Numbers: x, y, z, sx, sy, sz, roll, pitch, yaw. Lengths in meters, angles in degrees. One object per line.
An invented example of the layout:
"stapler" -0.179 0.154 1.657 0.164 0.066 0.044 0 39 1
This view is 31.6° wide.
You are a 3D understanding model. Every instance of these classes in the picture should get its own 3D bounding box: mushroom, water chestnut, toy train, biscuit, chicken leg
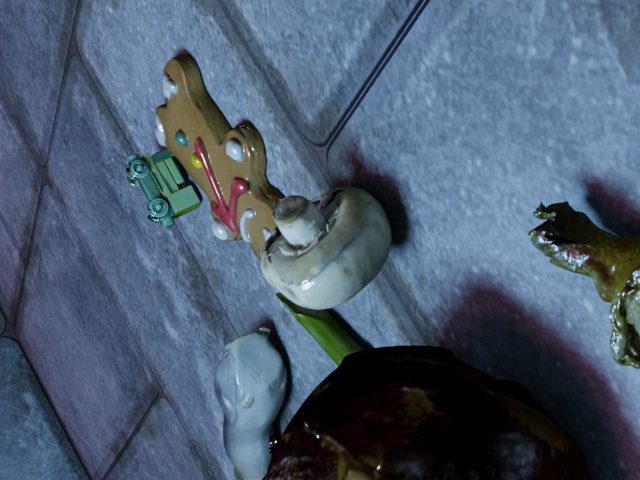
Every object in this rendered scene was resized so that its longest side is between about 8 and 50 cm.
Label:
"mushroom" -0.106 0.258 1.700 0.109 0.097 0.351 51 155 30
"water chestnut" 0.090 0.290 1.100 0.335 0.346 0.335 17 157 7
"toy train" -0.231 -0.079 1.644 0.122 0.081 0.050 62 162 9
"mushroom" 0.000 0.000 1.216 0.122 0.154 0.154 48 162 -27
"biscuit" -0.128 -0.085 1.493 0.339 0.047 0.216 55 153 20
"chicken leg" 0.247 0.040 0.874 0.228 0.088 0.103 28 149 45

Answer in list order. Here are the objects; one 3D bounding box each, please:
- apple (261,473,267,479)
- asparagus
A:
"apple" -0.018 0.382 1.562 0.181 0.169 0.181 50 153 37
"asparagus" 0.003 0.109 1.427 0.178 0.041 0.045 45 -168 35
